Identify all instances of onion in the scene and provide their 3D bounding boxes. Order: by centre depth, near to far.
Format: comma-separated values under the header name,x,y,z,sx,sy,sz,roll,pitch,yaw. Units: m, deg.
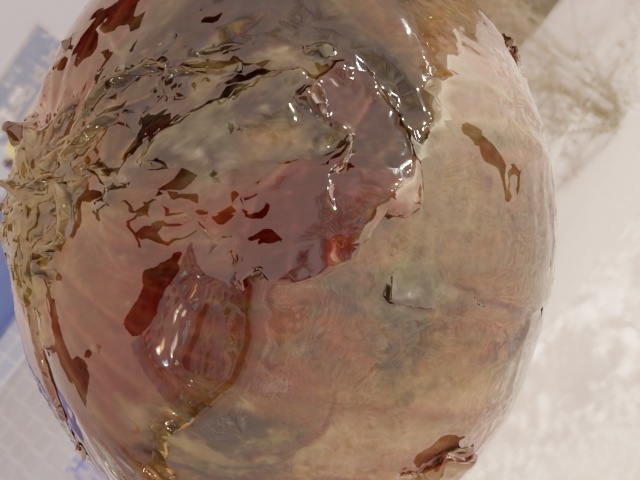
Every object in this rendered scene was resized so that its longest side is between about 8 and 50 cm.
name,x,y,z,sx,sy,sz,roll,pitch,yaw
onion,-0.031,0.008,0.627,0.354,0.353,0.353,-54,-1,-2
